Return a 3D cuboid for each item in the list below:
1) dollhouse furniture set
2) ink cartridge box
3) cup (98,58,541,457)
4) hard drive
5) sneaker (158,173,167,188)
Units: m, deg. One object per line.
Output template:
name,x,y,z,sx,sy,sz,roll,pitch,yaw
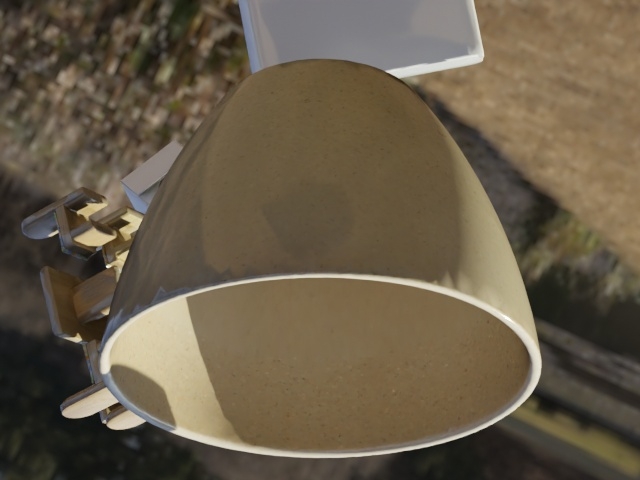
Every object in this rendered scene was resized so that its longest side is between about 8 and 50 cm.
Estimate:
dollhouse furniture set,-0.223,0.098,1.716,0.242,0.161,0.212,28,-140,-57
ink cartridge box,-0.174,-0.047,2.063,0.090,0.092,0.143,36,158,41
cup,0.000,0.000,1.292,0.331,0.237,0.331,0,152,0
hard drive,0.018,-0.333,1.685,0.233,0.353,0.047,-11,173,0
sneaker,-0.118,0.014,1.638,0.130,0.087,0.228,26,-142,-61
